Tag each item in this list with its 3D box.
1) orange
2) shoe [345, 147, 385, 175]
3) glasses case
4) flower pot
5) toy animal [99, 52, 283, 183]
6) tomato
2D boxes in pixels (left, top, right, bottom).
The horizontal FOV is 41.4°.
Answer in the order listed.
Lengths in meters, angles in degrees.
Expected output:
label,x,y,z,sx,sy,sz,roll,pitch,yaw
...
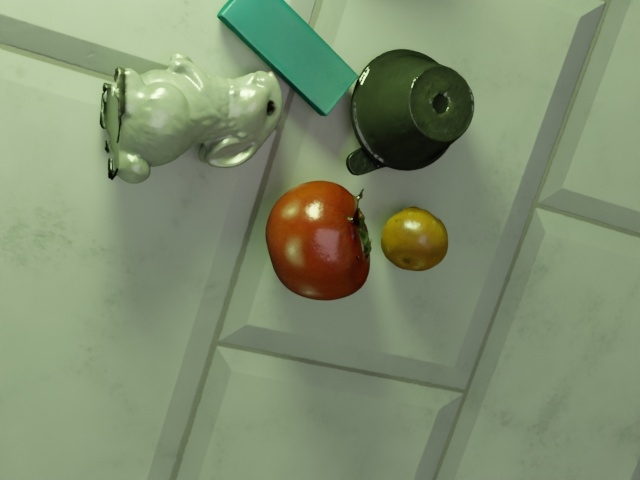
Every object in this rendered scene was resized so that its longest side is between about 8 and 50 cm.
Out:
label,x,y,z,sx,sy,sz,roll,pitch,yaw
orange,0.212,-0.005,1.901,0.154,0.154,0.134,30,60,-23
shoe,0.127,-0.191,1.870,0.179,0.049,0.071,-24,99,-23
glasses case,-0.066,-0.397,1.745,0.301,0.070,0.117,42,84,-21
flower pot,0.213,-0.281,1.787,0.269,0.166,0.269,-1,93,-21
toy animal,-0.247,-0.238,1.677,0.357,0.194,0.258,0,95,-26
tomato,0.000,0.000,1.782,0.224,0.256,0.256,-12,109,3
